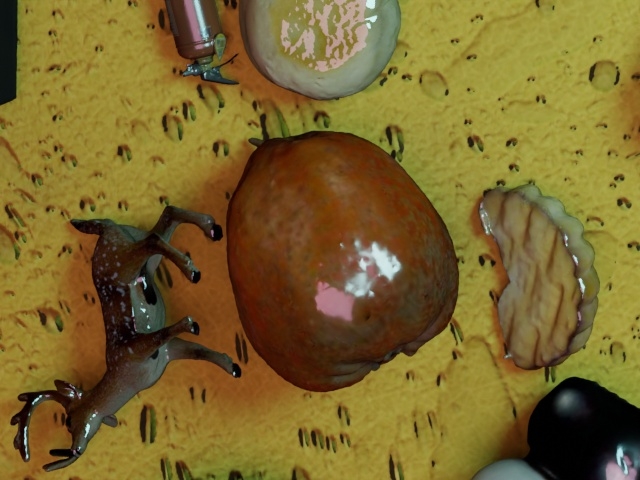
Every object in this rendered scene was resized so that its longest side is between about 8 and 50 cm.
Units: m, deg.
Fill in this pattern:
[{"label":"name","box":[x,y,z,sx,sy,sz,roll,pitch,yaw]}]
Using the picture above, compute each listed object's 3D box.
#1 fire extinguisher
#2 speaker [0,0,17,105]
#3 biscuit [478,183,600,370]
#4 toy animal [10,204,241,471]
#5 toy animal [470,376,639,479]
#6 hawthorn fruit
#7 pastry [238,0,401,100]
[{"label":"fire extinguisher","box":[-0.119,-0.225,1.556,0.062,0.050,0.177,-21,104,-30]},{"label":"speaker","box":[-0.417,-0.231,1.510,0.254,0.184,0.232,4,102,7]},{"label":"biscuit","box":[0.218,0.036,1.573,0.118,0.061,0.183,6,107,46]},{"label":"toy animal","box":[-0.188,0.095,1.594,0.260,0.087,0.243,-11,72,40]},{"label":"toy animal","box":[0.233,0.259,1.550,0.187,0.165,0.235,38,86,1]},{"label":"hawthorn fruit","box":[0.000,0.000,1.527,0.210,0.210,0.262,-35,76,11]},{"label":"pastry","box":[-0.001,-0.204,1.529,0.156,0.092,0.156,1,97,10]}]
